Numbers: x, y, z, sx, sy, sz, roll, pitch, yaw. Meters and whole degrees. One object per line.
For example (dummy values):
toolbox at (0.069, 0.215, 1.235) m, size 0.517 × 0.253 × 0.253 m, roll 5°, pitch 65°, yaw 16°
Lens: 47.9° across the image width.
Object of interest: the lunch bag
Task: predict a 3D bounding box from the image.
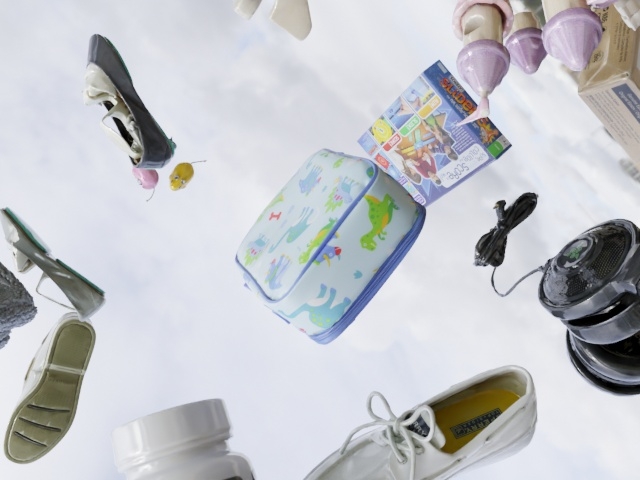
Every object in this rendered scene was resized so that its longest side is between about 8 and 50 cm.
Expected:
lunch bag at (0.000, 0.000, 0.731) m, size 0.090 × 0.176 × 0.219 m, roll 39°, pitch 178°, yaw -21°

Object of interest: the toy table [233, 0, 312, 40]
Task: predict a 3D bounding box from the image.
toy table at (-0.083, -0.444, 1.112) m, size 0.252 × 0.161 × 0.274 m, roll 35°, pitch -159°, yaw -13°

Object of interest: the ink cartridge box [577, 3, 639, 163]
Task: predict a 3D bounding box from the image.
ink cartridge box at (0.500, -0.273, 1.129) m, size 0.193 × 0.088 × 0.234 m, roll 34°, pitch -120°, yaw -31°

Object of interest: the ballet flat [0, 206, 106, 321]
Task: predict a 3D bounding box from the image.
ballet flat at (-0.419, 0.040, 1.084) m, size 0.213 × 0.068 × 0.072 m, roll 42°, pitch 170°, yaw -3°

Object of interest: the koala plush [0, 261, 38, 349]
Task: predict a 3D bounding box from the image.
koala plush at (-0.524, 0.096, 0.906) m, size 0.203 × 0.196 × 0.221 m, roll 51°, pitch -132°, yaw -5°

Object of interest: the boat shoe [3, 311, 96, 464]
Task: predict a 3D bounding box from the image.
boat shoe at (-0.521, 0.283, 1.402) m, size 0.113 × 0.302 × 0.103 m, roll 27°, pitch 179°, yaw -24°

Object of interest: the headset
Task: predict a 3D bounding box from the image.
headset at (0.346, 0.056, 0.825) m, size 0.394 × 0.185 × 0.243 m, roll 23°, pitch 159°, yaw 45°

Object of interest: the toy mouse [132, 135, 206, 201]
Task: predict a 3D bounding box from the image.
toy mouse at (-0.296, -0.147, 1.305) m, size 0.143 × 0.031 × 0.161 m, roll 40°, pitch -127°, yaw -13°

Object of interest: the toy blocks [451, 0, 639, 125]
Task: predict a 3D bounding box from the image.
toy blocks at (0.264, -0.252, 0.716) m, size 0.309 × 0.289 × 0.260 m, roll 39°, pitch -139°, yaw -35°

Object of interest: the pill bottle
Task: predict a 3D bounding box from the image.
pill bottle at (-0.136, 0.333, 0.802) m, size 0.161 × 0.161 × 0.283 m, roll 6°, pitch -119°, yaw -54°

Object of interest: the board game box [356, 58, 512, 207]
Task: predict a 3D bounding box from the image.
board game box at (0.138, -0.125, 0.925) m, size 0.035 × 0.201 × 0.136 m, roll -40°, pitch -89°, yaw -26°

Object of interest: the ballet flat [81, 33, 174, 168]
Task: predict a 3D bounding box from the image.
ballet flat at (-0.271, -0.181, 0.957) m, size 0.203 × 0.074 × 0.074 m, roll 59°, pitch -154°, yaw -1°

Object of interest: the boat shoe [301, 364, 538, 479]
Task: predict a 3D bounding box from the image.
boat shoe at (0.124, 0.258, 0.925) m, size 0.136 × 0.367 × 0.156 m, roll -122°, pitch 16°, yaw -45°
